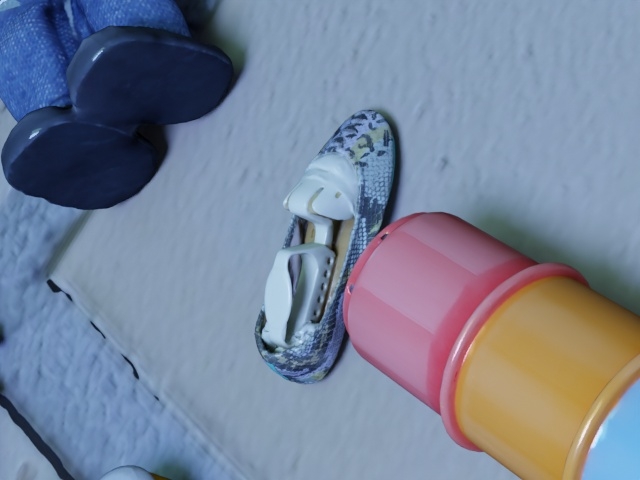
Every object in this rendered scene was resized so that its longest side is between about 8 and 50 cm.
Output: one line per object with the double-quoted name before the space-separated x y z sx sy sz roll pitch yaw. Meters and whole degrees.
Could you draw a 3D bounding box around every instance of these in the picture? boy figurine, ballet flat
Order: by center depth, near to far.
"ballet flat" 0.000 0.000 0.765 0.041 0.041 0.114 13 86 40
"boy figurine" -0.139 -0.155 0.887 0.177 0.092 0.285 -44 58 24

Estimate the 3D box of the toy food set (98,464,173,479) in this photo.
"toy food set" -0.136 0.192 0.764 0.111 0.104 0.232 11 78 42

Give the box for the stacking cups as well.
"stacking cups" 0.124 0.086 0.612 0.316 0.096 0.096 30 97 41
